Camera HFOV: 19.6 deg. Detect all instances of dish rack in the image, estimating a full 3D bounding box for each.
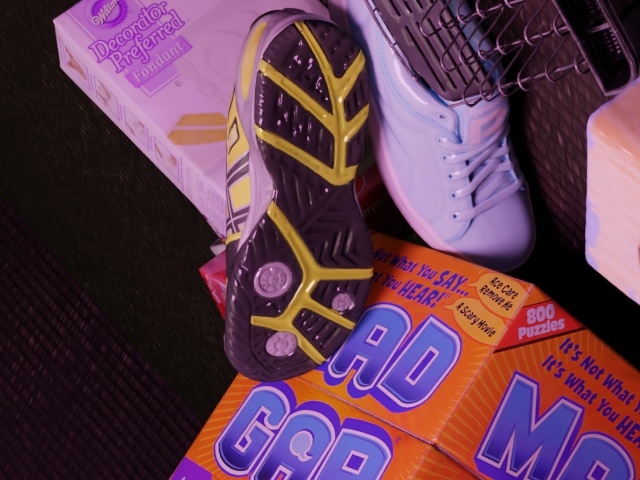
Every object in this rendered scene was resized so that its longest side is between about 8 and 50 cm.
[{"bbox_3d":[0.138,-0.206,1.576,0.271,0.074,0.208,-13,114,47],"label":"dish rack"}]

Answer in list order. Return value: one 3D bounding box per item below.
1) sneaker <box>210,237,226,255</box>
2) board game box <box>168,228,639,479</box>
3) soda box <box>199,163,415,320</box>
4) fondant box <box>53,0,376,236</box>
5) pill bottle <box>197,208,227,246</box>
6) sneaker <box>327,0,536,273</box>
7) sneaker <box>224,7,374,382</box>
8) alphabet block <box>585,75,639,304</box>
[{"bbox_3d":[-0.053,0.044,2.535,0.147,0.104,0.296,54,167,-10],"label":"sneaker"},{"bbox_3d":[0.132,0.245,1.913,0.356,0.356,0.356,38,171,-31],"label":"board game box"},{"bbox_3d":[0.000,0.000,2.068,0.092,0.263,0.083,27,148,50],"label":"soda box"},{"bbox_3d":[-0.095,-0.176,2.009,0.330,0.238,0.096,45,160,20],"label":"fondant box"},{"bbox_3d":[-0.053,-0.048,2.253,0.301,0.169,0.169,53,161,-2],"label":"pill bottle"},{"bbox_3d":[0.126,-0.110,1.778,0.366,0.135,0.150,60,164,-23],"label":"sneaker"},{"bbox_3d":[-0.027,-0.044,1.828,0.147,0.145,0.384,-125,41,-63],"label":"sneaker"},{"bbox_3d":[0.329,-0.033,1.362,0.197,0.193,0.192,41,160,30],"label":"alphabet block"}]
